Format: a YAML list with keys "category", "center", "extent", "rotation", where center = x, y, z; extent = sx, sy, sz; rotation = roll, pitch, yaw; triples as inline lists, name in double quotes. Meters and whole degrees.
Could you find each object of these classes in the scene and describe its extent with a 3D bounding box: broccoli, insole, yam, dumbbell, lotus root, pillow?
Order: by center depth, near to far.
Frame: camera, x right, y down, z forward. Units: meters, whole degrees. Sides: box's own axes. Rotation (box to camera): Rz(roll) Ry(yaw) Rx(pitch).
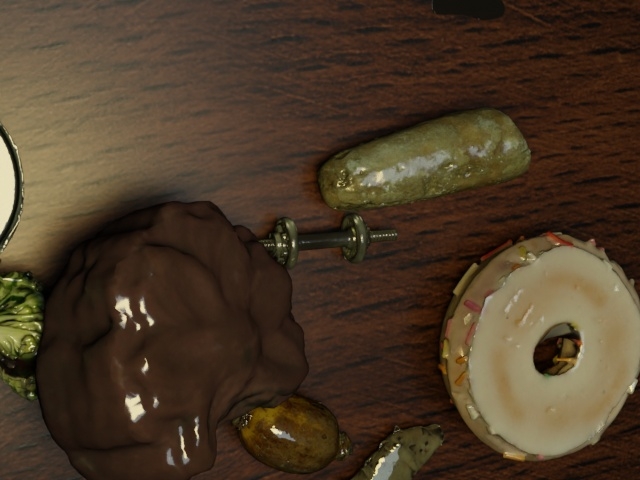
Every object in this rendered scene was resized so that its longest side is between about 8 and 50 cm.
- category: "broccoli"
  center: [-0.487, 0.117, 1.322]
  extent: [0.304, 0.145, 0.165]
  rotation: [10, 47, -28]
- category: "lotus root"
  center: [-0.041, 0.297, 1.555]
  extent: [0.209, 0.120, 0.120]
  rotation: [23, 87, -23]
- category: "dumbbell"
  center: [0.000, 0.000, 1.560]
  extent: [0.254, 0.081, 0.081]
  rotation: [-5, 98, -21]
- category: "yam"
  center: [0.152, -0.118, 1.591]
  extent: [0.330, 0.133, 0.133]
  rotation: [-16, 102, -15]
- category: "insole"
  center: [0.239, -0.379, 1.656]
  extent: [0.135, 0.002, 0.045]
  rotation: [-4, 96, -22]
- category: "pillow"
  center: [0.102, 0.377, 1.659]
  extent: [0.241, 0.051, 0.093]
  rotation: [-46, 115, -10]

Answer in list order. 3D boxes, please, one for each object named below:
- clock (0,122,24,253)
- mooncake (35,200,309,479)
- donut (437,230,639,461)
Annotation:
- category: "clock"
  center: [-0.535, -0.071, 1.350]
  extent: [0.280, 0.055, 0.280]
  rotation: [-3, 97, -21]
- category: "mooncake"
  center: [-0.188, 0.131, 1.355]
  extent: [0.381, 0.212, 0.350]
  rotation: [-46, 117, -48]
- category: "donut"
  center: [0.357, 0.170, 1.689]
  extent: [0.382, 0.142, 0.383]
  rotation: [-2, 96, -23]
